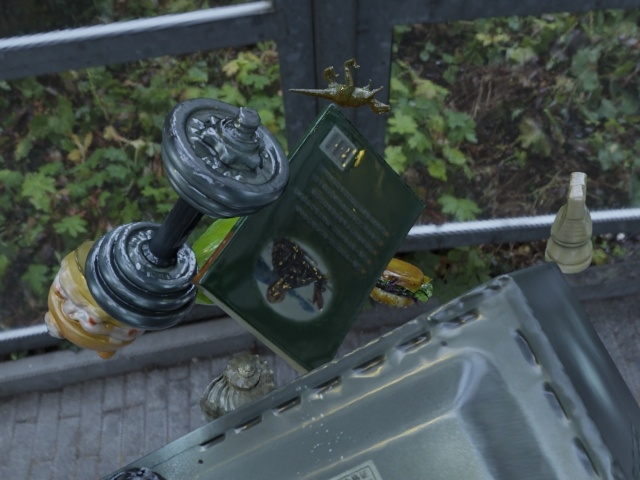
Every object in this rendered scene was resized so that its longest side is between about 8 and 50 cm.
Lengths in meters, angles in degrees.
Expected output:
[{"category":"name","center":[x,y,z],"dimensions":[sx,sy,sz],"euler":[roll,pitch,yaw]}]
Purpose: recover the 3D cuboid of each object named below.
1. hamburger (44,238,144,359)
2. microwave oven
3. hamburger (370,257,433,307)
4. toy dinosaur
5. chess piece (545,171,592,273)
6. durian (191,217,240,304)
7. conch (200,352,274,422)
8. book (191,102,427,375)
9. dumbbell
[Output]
[{"category":"hamburger","center":[-0.554,0.158,1.656],"dimensions":[0.237,0.276,0.276],"euler":[-47,57,19]},{"category":"microwave oven","center":[0.053,0.220,0.585],"dimensions":[0.432,0.374,0.236],"euler":[-31,77,22]},{"category":"hamburger","center":[0.172,0.102,1.558],"dimensions":[0.189,0.093,0.164],"euler":[27,20,33]},{"category":"toy dinosaur","center":[0.039,-0.270,1.257],"dimensions":[0.162,0.126,0.039],"euler":[-25,20,14]},{"category":"chess piece","center":[0.472,-0.032,1.234],"dimensions":[0.090,0.200,0.090],"euler":[-7,46,7]},{"category":"durian","center":[-0.141,0.027,1.369],"dimensions":[0.256,0.204,0.339],"euler":[-16,18,25]},{"category":"conch","center":[-0.175,0.320,1.356],"dimensions":[0.155,0.207,0.130],"euler":[2,46,-20]},{"category":"book","center":[0.000,0.000,1.060],"dimensions":[0.371,0.260,0.043],"euler":[-55,24,-21]},{"category":"dumbbell","center":[-0.193,-0.029,0.918],"dimensions":[0.179,0.406,0.179],"euler":[24,40,-22]}]
